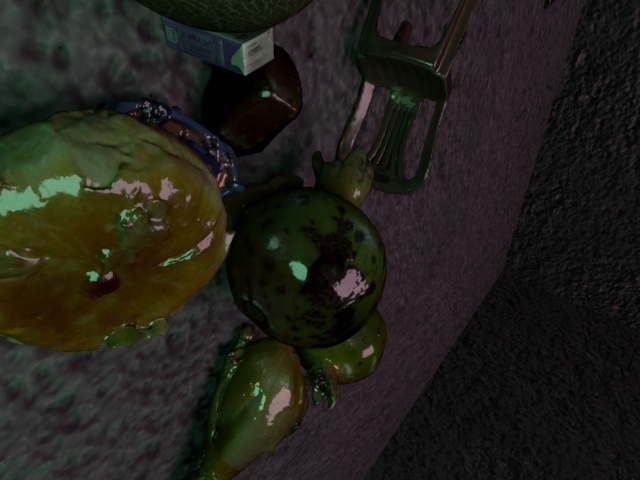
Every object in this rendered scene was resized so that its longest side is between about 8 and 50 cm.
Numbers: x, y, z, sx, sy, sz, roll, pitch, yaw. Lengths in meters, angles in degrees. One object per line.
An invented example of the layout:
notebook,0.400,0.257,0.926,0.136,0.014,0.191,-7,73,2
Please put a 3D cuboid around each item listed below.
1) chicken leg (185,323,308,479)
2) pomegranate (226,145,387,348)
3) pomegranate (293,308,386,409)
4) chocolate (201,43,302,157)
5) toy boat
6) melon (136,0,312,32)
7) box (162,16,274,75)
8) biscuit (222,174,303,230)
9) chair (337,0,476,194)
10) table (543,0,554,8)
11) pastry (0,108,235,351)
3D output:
chicken leg,-0.167,0.364,0.950,0.429,0.152,0.201,-55,137,-3
pomegranate,-0.005,0.014,0.799,0.306,0.242,0.242,-60,159,-50
pomegranate,0.042,0.214,1.082,0.246,0.198,0.198,-105,-169,-48
chocolate,-0.090,-0.173,0.653,0.080,0.125,0.149,14,104,-47
toy boat,-0.155,-0.090,0.612,0.100,0.097,0.223,-64,153,3
melon,-0.097,-0.289,0.388,0.301,0.237,0.238,25,90,-61
box,-0.108,-0.213,0.571,0.050,0.117,0.036,-42,148,-35
biscuit,-0.081,-0.034,0.863,0.250,0.035,0.163,19,94,-63
chair,0.136,-0.260,0.924,0.183,0.175,0.327,32,77,-73
table,0.338,-0.590,0.929,0.196,0.250,0.282,-46,147,-36
pastry,-0.202,0.002,0.497,0.256,0.121,0.236,-6,137,-30
